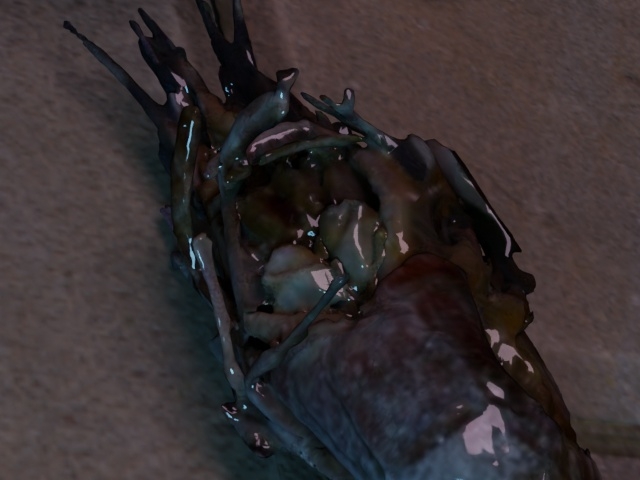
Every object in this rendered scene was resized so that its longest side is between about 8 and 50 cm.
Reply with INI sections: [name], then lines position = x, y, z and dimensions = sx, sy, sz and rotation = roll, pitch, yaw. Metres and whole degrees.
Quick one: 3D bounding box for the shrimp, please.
[shrimp]
position = -0.001, 0.005, 0.650
dimensions = 0.145, 0.116, 0.343
rotation = 17, 32, -56
